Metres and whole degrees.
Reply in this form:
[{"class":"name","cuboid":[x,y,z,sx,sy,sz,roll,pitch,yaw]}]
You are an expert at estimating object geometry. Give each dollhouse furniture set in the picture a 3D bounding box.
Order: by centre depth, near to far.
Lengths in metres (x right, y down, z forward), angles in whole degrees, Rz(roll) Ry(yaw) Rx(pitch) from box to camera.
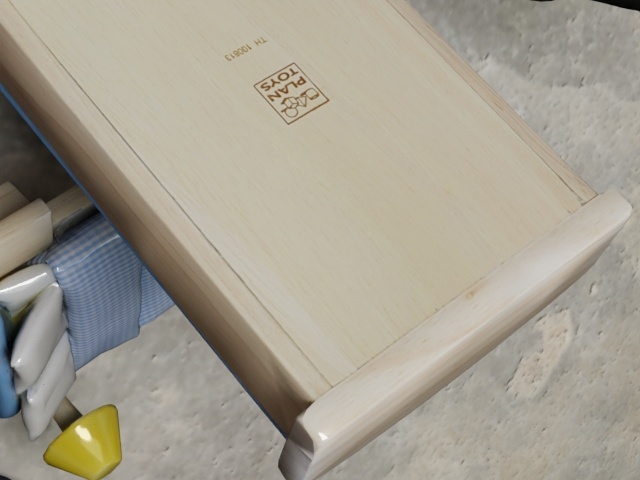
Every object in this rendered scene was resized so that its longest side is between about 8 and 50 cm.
[{"class":"dollhouse furniture set","cuboid":[0.000,0.000,0.550,0.286,0.198,0.303,-33,162,-25]}]

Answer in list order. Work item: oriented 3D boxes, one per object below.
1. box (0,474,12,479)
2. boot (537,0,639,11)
[{"class":"box","cuboid":[-0.142,0.289,0.490,0.212,0.293,0.395,-67,168,8]},{"class":"boot","cuboid":[0.116,-0.259,0.533,0.138,0.284,0.377,-25,126,-27]}]
